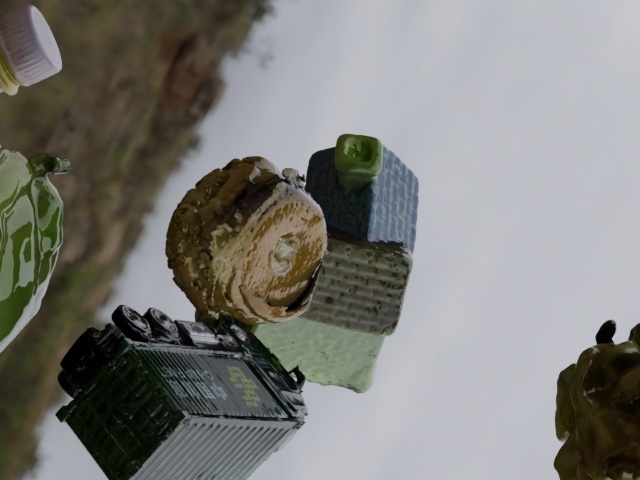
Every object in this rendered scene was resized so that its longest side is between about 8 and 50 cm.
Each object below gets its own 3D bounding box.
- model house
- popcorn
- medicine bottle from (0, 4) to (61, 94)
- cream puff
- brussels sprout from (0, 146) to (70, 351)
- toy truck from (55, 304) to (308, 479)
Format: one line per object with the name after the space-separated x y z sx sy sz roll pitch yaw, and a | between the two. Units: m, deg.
0.000 0.000 1.681 0.189 0.195 0.214 121 -16 -58 | model house
0.269 0.131 1.309 0.218 0.189 0.169 -59 -145 31 | popcorn
-0.347 -0.146 1.656 0.212 0.122 0.122 -22 -158 6 | medicine bottle
-0.059 0.001 1.319 0.104 0.133 0.119 24 -64 40 | cream puff
-0.425 -0.010 1.334 0.361 0.342 0.425 -29 -151 -33 | brussels sprout
-0.098 0.120 1.374 0.088 0.121 0.259 -47 158 13 | toy truck
